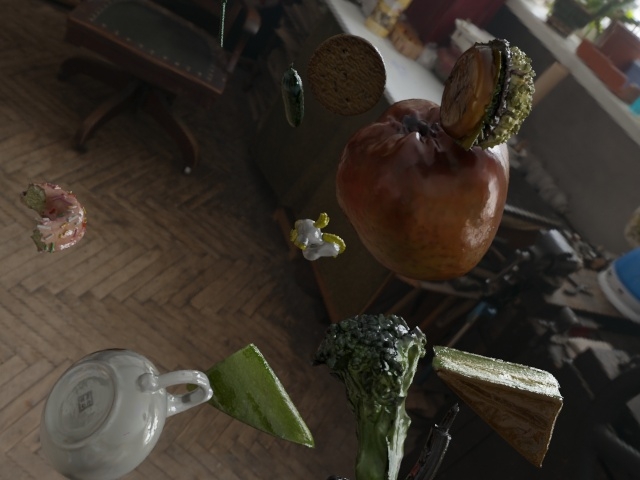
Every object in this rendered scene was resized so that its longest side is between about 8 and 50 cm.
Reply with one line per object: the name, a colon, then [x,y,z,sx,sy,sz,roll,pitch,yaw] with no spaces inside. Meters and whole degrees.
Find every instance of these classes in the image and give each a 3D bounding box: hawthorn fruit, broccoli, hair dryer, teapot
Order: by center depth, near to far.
broccoli: [0.073,0.258,0.949,0.165,0.145,0.304,-5,91,-62]
teapot: [-0.316,0.266,1.021,0.139,0.298,0.204,57,16,-50]
hair dryer: [0.146,0.377,1.135,0.235,0.272,0.091,30,0,-25]
hawthorn fruit: [0.264,-0.125,1.708,0.471,0.472,0.472,24,35,-18]

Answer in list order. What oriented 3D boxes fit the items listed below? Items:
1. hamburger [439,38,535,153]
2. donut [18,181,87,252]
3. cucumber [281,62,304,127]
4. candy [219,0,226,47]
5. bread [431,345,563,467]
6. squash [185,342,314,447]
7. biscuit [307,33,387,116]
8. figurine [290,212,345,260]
hamburger: [0.347,-0.298,1.393,0.138,0.243,0.262,12,24,-15]
donut: [-0.499,-0.047,1.268,0.117,0.065,0.166,-2,48,-40]
cucumber: [-0.069,-0.354,1.667,0.056,0.250,0.056,-1,64,2]
candy: [-0.112,-0.287,0.780,0.035,0.123,0.035,5,31,-13]
bread: [0.179,0.177,0.724,0.139,0.084,0.074,14,17,4]
squash: [-0.143,0.356,1.341,0.252,0.169,0.093,57,0,9]
biscuit: [0.061,-0.379,1.526,0.187,0.188,0.027,36,31,-2]
figurine: [-0.005,0.005,1.983,0.178,0.129,0.109,54,19,-37]
